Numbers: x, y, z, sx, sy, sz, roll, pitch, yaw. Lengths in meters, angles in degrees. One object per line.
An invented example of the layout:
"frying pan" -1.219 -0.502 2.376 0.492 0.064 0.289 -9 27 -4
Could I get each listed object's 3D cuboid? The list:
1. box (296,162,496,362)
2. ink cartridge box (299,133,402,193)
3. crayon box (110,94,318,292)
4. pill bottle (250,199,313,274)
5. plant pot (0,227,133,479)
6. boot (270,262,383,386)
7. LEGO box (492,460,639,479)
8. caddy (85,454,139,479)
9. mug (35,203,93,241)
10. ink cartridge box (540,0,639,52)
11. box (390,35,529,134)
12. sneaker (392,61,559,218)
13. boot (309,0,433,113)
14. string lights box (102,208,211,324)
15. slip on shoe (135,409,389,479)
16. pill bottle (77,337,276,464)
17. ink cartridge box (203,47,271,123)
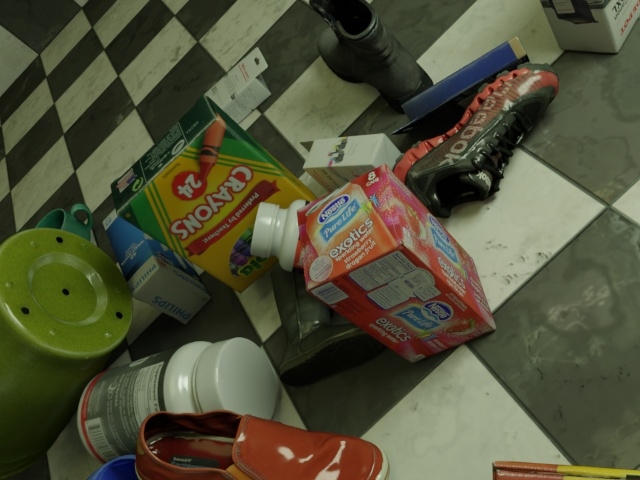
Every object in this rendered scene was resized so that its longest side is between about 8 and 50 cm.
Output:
"box" 0.098 0.039 0.797 0.128 0.257 0.122 -27 49 24
"ink cartridge box" 0.048 -0.116 1.062 0.181 0.104 0.061 3 63 42
"crayon box" -0.132 -0.047 1.007 0.202 0.318 0.081 -42 43 10
"pill bottle" 0.000 0.000 0.947 0.194 0.108 0.108 11 61 -2
"plant pot" -0.513 0.165 1.095 0.353 0.366 0.366 -39 42 29
"boot" 0.003 0.098 0.985 0.190 0.076 0.208 -24 42 23
"LEGO box" 0.363 0.357 0.395 0.500 0.193 0.372 -9 56 36
"caddy" -0.244 0.446 0.850 0.241 0.179 0.341 -51 40 -2
"mug" -0.601 -0.001 1.534 0.158 0.097 0.129 -20 50 28
"ink cartridge box" 0.376 -0.402 0.891 0.100 0.237 0.172 24 78 44
"box" 0.209 -0.233 0.999 0.225 0.136 0.036 -30 90 22
"sneaker" 0.235 -0.133 0.922 0.276 0.098 0.135 -39 43 15
"boot" 0.053 -0.376 1.153 0.118 0.223 0.338 -49 42 2
"string lights box" -0.319 0.036 1.243 0.077 0.133 0.259 -47 43 5
"slip on shoe" -0.079 0.275 0.816 0.332 0.101 0.123 4 40 8
"pill bottle" -0.218 0.246 0.989 0.283 0.161 0.161 -21 50 28
"ink cartridge box" -0.177 -0.330 1.436 0.180 0.060 0.104 -38 43 13
